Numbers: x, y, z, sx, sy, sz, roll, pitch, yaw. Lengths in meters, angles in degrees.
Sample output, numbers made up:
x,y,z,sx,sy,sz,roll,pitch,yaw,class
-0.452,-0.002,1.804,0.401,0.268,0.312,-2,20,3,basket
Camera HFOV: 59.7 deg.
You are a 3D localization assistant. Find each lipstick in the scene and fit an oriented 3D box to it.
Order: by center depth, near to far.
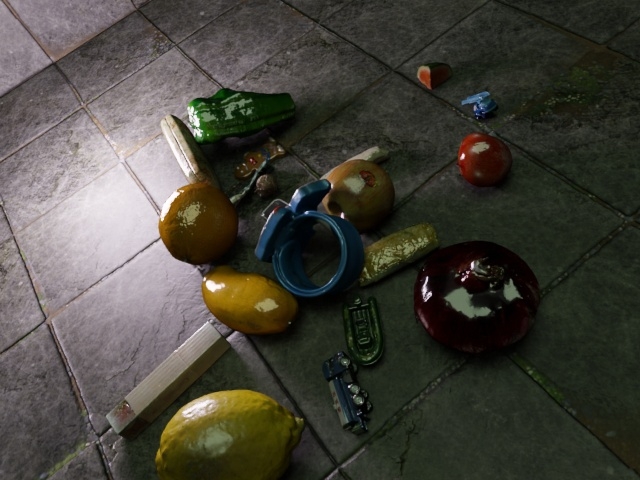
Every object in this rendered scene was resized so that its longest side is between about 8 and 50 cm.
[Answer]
x,y,z,sx,sy,sz,roll,pitch,yaw,class
-0.419,0.390,1.560,0.371,0.076,0.080,-43,52,-12,lipstick

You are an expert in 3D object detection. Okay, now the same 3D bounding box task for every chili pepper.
x,y,z,sx,sy,sz,roll,pitch,yaw,class
-0.291,-0.469,2.013,0.385,0.167,0.213,-14,40,-16,chili pepper

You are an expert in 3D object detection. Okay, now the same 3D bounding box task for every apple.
x,y,z,sx,sy,sz,roll,pitch,yaw,class
0.113,-0.135,1.662,0.211,0.211,0.188,33,65,34,apple

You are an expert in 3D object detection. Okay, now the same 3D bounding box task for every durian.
x,y,z,sx,sy,sz,roll,pitch,yaw,class
-0.184,-0.183,1.876,0.091,0.080,0.080,-31,49,-32,durian

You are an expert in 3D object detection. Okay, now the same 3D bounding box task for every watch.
x,y,z,sx,sy,sz,roll,pitch,yaw,class
0.000,0.000,1.571,0.274,0.241,0.305,39,107,24,watch

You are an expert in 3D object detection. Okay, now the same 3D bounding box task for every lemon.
x,y,z,sx,sy,sz,roll,pitch,yaw,class
-0.217,0.485,1.311,0.316,0.285,0.285,-18,45,-35,lemon

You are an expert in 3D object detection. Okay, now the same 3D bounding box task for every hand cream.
x,y,z,sx,sy,sz,roll,pitch,yaw,class
-0.259,-0.180,1.904,0.052,0.075,0.248,40,80,6,hand cream

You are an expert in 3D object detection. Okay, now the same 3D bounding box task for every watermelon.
x,y,z,sx,sy,sz,roll,pitch,yaw,class
0.390,-0.576,1.954,0.125,0.135,0.094,9,96,21,watermelon

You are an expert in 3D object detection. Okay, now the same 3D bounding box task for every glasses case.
x,y,z,sx,sy,sz,roll,pitch,yaw,class
-0.469,-0.304,2.009,0.098,0.156,0.425,-36,52,3,glasses case

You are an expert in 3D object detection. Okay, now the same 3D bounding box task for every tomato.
x,y,z,sx,sy,sz,roll,pitch,yaw,class
0.483,-0.238,1.639,0.167,0.167,0.167,-9,54,13,tomato

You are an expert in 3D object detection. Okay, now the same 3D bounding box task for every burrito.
x,y,z,sx,sy,sz,roll,pitch,yaw,class
0.105,-0.233,1.826,0.275,0.059,0.082,-30,38,-3,burrito

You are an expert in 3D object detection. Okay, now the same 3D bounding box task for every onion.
x,y,z,sx,sy,sz,roll,pitch,yaw,class
0.378,0.130,1.369,0.314,0.232,0.314,-8,55,12,onion

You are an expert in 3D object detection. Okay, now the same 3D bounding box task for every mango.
x,y,z,sx,sy,sz,roll,pitch,yaw,class
-0.215,0.173,1.604,0.359,0.144,0.187,12,50,32,mango

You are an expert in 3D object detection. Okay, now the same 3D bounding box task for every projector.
x,y,z,sx,sy,sz,roll,pitch,yaw,class
-0.126,-0.070,1.775,0.083,0.082,0.083,33,72,34,projector

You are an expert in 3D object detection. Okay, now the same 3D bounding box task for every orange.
x,y,z,sx,sy,sz,roll,pitch,yaw,class
-0.385,-0.046,1.757,0.264,0.264,0.264,-9,54,13,orange

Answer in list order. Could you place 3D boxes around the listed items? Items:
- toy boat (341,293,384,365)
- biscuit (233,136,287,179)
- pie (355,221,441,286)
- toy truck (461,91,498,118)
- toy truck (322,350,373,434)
x,y,z,sx,sy,sz,roll,pitch,yaw,class
0.115,0.240,1.497,0.104,0.052,0.210,-12,53,8,toy boat
-0.224,-0.288,1.996,0.205,0.031,0.138,-38,53,-7,biscuit
0.205,0.035,1.602,0.282,0.068,0.128,-28,51,4,pie
0.521,-0.442,1.833,0.063,0.074,0.136,-36,12,-10,toy truck
0.069,0.386,1.404,0.088,0.074,0.201,-29,52,9,toy truck
